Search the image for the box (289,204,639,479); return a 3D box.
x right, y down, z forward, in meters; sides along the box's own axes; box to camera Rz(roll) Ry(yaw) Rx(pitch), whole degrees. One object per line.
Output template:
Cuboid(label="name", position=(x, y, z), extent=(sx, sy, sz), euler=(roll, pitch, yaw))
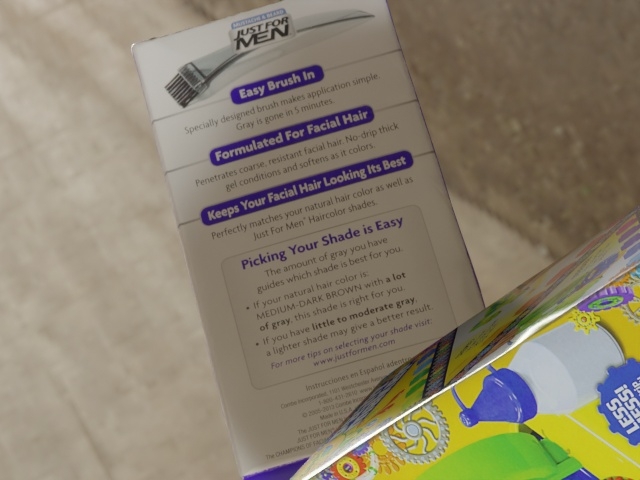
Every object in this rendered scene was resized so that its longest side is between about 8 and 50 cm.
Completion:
Cuboid(label="box", position=(0.182, 0.154, 0.969), extent=(0.290, 0.279, 0.177), euler=(52, -148, -1))

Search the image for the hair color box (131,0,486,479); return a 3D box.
Cuboid(label="hair color box", position=(0.000, 0.000, 1.299), extent=(0.110, 0.185, 0.338), euler=(72, -178, -66))
